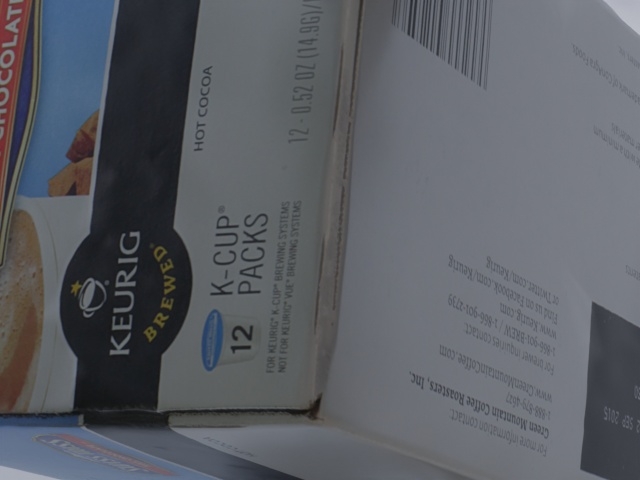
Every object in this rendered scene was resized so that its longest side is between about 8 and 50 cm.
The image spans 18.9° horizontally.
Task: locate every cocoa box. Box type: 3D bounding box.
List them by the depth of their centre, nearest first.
[{"bbox_3d":[0.000,0.000,0.828,0.347,0.228,0.231,26,-114,-55],"label":"cocoa box"}]
